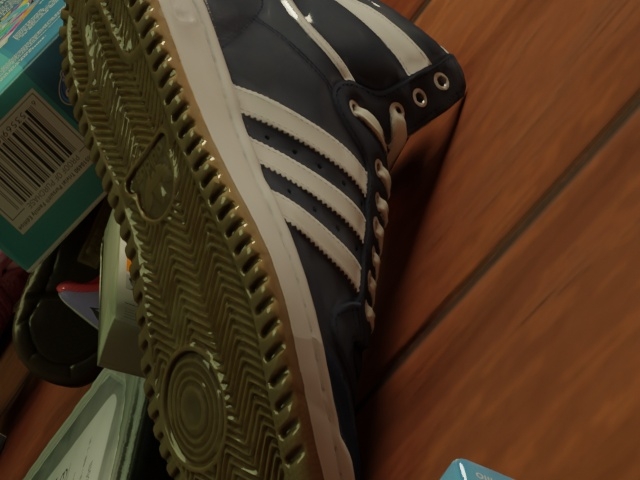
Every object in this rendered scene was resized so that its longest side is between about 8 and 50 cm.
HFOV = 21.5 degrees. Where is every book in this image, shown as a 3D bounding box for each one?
[{"bbox_3d":[-0.051,0.028,0.767,0.144,0.096,0.035,-104,35,-67],"label":"book"}]

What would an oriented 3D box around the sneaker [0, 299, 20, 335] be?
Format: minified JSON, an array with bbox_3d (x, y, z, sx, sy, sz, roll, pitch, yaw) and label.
[{"bbox_3d":[-0.331,0.058,1.571,0.292,0.108,0.169,-61,13,3],"label":"sneaker"}]

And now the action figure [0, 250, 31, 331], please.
[{"bbox_3d":[-0.282,0.047,1.343,0.276,0.248,0.370,9,68,37],"label":"action figure"}]

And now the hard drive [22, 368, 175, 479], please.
[{"bbox_3d":[-0.143,0.209,0.840,0.339,0.064,0.237,-52,20,38],"label":"hard drive"}]

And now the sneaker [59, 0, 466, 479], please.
[{"bbox_3d":[0.000,0.000,0.690,0.099,0.153,0.282,-45,55,43],"label":"sneaker"}]

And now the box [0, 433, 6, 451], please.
[{"bbox_3d":[-0.322,0.255,1.368,0.114,0.036,0.207,-34,33,59],"label":"box"}]

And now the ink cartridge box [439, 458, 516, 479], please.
[{"bbox_3d":[0.049,0.129,0.316,0.092,0.090,0.143,-57,17,20],"label":"ink cartridge box"}]

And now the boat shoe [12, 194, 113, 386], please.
[{"bbox_3d":[-0.114,-0.027,1.064,0.257,0.095,0.095,-58,-4,-8],"label":"boat shoe"}]

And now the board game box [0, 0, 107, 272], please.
[{"bbox_3d":[-0.133,-0.129,0.988,0.254,0.079,0.336,-46,20,-4],"label":"board game box"}]

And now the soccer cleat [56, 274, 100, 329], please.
[{"bbox_3d":[-0.054,-0.054,0.906,0.248,0.095,0.083,-68,17,-13],"label":"soccer cleat"}]
